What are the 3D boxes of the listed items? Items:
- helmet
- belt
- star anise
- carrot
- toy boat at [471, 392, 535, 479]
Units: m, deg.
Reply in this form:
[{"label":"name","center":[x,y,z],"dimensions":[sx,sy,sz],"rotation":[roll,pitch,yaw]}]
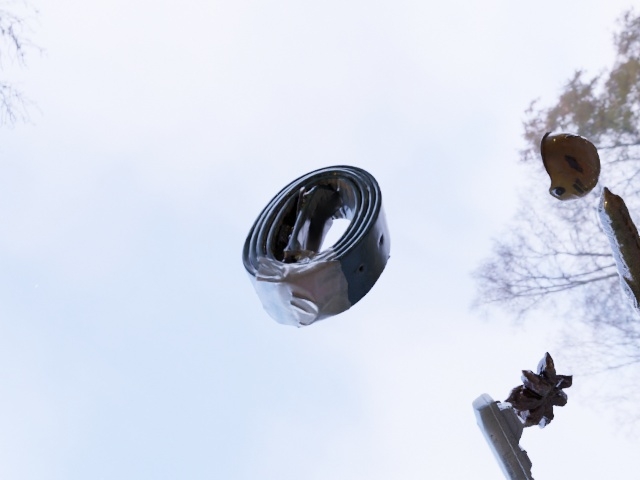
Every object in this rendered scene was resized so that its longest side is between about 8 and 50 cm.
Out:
[{"label":"helmet","center":[0.704,-0.210,1.779],"dimensions":[0.224,0.130,0.198],"rotation":[42,-132,-43]},{"label":"belt","center":[0.000,-0.002,1.478],"dimensions":[0.437,0.300,0.173],"rotation":[-67,-33,-41]},{"label":"star anise","center":[0.523,0.378,1.541],"dimensions":[0.197,0.073,0.212],"rotation":[-51,-54,0]},{"label":"carrot","center":[0.539,0.040,1.107],"dimensions":[0.342,0.070,0.070],"rotation":[52,-119,-28]},{"label":"toy boat","center":[0.389,0.422,1.284],"dimensions":[0.085,0.078,0.261],"rotation":[-28,-81,-1]}]
